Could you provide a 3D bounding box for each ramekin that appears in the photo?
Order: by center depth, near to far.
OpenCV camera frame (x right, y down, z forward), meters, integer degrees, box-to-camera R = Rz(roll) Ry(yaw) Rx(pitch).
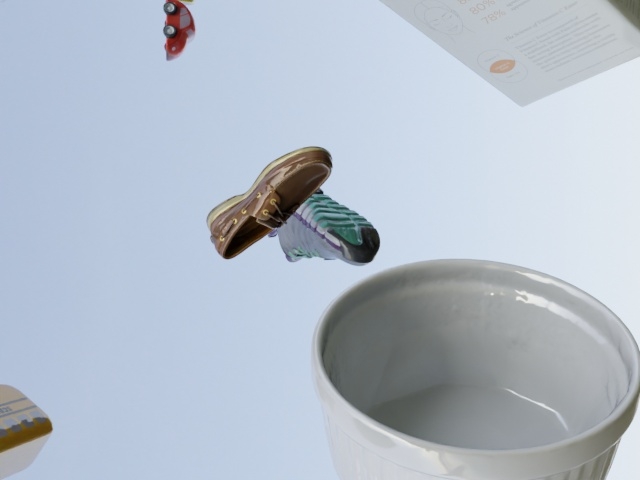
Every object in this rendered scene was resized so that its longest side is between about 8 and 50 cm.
[{"bbox_3d":[0.097,0.110,0.573,0.207,0.207,0.109,-41,-42,-49],"label":"ramekin"}]

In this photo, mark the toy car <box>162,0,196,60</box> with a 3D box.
[{"bbox_3d":[-0.225,-0.435,1.389,0.239,0.053,0.225,-100,13,-49],"label":"toy car"}]

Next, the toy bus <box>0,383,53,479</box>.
[{"bbox_3d":[-0.527,0.289,1.205,0.108,0.130,0.332,-54,-12,9],"label":"toy bus"}]

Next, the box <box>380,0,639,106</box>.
[{"bbox_3d":[0.224,-0.345,1.053,0.345,0.215,0.168,28,-119,-30],"label":"box"}]

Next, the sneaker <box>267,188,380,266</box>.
[{"bbox_3d":[0.000,0.000,1.106,0.083,0.223,0.098,4,-68,-30],"label":"sneaker"}]

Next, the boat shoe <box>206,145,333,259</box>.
[{"bbox_3d":[-0.054,-0.039,0.983,0.064,0.178,0.060,33,-149,-43],"label":"boat shoe"}]
